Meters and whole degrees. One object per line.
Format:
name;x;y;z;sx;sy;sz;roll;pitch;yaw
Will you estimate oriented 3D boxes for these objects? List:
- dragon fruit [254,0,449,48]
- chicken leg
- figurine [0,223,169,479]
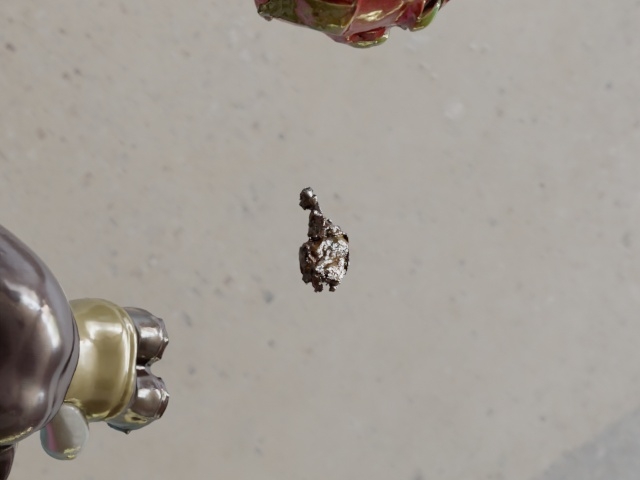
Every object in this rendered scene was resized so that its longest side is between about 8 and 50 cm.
dragon fruit;0.006;-0.322;1.731;0.303;0.231;0.237;28;97;-1
chicken leg;0.002;0.002;1.166;0.036;0.083;0.021;17;138;-21
figurine;-0.275;0.090;1.478;0.365;0.206;0.218;26;76;-74
